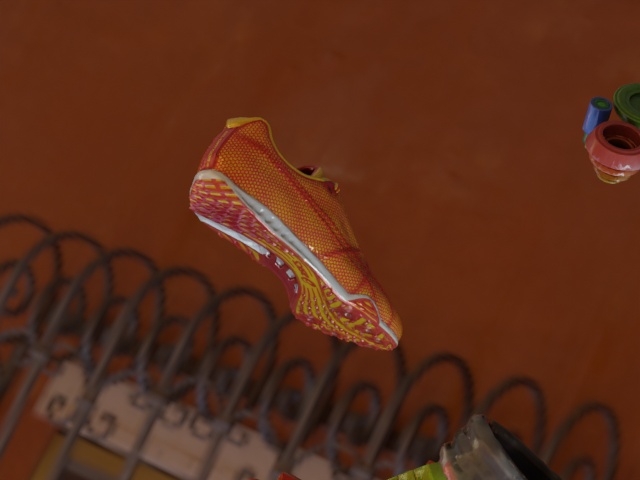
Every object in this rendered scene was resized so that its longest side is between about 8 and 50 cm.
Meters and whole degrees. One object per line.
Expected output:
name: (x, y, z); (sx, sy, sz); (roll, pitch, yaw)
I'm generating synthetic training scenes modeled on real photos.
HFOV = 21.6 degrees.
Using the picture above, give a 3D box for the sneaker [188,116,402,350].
sneaker: (0.000, 0.000, 0.912); (0.064, 0.067, 0.175); (3, 144, 40)

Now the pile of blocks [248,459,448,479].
pile of blocks: (0.011, 0.246, 1.458); (0.362, 0.112, 0.149); (-11, 165, -19)

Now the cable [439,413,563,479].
cable: (0.103, 0.145, 0.763); (0.139, 0.072, 0.287); (63, -165, 10)

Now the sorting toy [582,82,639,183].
sorting toy: (0.223, -0.076, 1.246); (0.061, 0.102, 0.042); (27, 135, 18)
